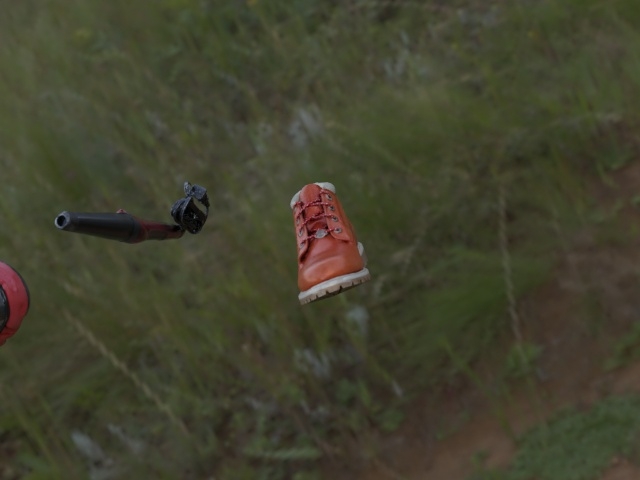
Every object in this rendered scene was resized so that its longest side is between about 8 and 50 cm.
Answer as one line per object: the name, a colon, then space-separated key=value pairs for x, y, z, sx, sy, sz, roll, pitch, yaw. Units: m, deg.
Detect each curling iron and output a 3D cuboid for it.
curling iron: x=-0.194 y=-0.026 z=1.595 sx=0.035 sy=0.068 sz=0.274 roll=26 pitch=14 yaw=23

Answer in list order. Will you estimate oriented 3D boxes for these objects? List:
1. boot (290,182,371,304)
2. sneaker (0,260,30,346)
boot: x=0.000 y=0.000 z=1.232 sx=0.059 sy=0.084 sz=0.158 roll=-19 pitch=12 yaw=4
sneaker: x=-0.435 y=0.134 z=1.677 sx=0.276 sy=0.097 sz=0.135 roll=-48 pitch=-12 yaw=20
